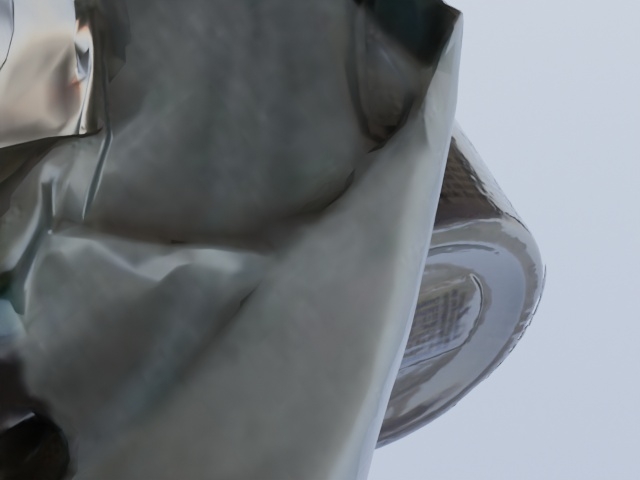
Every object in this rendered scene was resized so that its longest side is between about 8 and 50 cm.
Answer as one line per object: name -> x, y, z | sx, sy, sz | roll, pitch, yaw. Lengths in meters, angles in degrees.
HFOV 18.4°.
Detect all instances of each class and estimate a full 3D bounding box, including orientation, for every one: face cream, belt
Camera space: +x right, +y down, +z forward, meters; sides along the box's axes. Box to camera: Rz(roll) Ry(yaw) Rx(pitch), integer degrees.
face cream -> 0.000, 0.000, 0.963 | 0.177, 0.177, 0.153 | -17, -126, -23
belt -> -0.160, -0.079, 0.329 | 0.300, 0.436, 0.173 | -45, -153, -19
